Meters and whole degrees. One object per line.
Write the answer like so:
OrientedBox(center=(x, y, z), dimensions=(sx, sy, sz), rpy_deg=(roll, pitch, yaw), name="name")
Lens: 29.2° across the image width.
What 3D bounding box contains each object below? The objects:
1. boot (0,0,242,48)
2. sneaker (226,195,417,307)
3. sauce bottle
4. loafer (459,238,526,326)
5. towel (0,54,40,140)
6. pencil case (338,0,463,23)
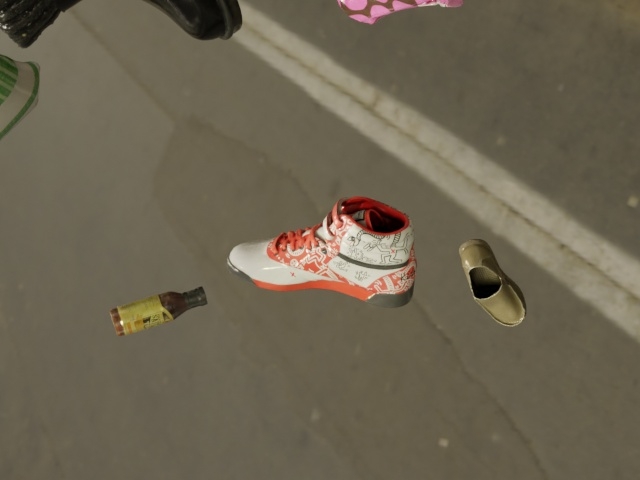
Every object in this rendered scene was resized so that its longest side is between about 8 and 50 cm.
OrientedBox(center=(-0.304, -0.337, 1.649), dimensions=(0.260, 0.348, 0.131), rpy_deg=(-47, 3, -16), name="boot")
OrientedBox(center=(0.001, -0.001, 1.682), dimensions=(0.090, 0.270, 0.145), rpy_deg=(-65, -20, -49), name="sneaker")
OrientedBox(center=(-0.215, 0.091, 1.636), dimensions=(0.042, 0.128, 0.042), rpy_deg=(162, 90, -81), name="sauce bottle")
OrientedBox(center=(0.222, 0.064, 1.605), dimensions=(0.056, 0.148, 0.050), rpy_deg=(-23, 31, 27), name="loafer")
OrientedBox(center=(-0.333, -0.052, 0.742), dimensions=(0.248, 0.325, 0.038), rpy_deg=(-39, 75, 16), name="towel")
OrientedBox(center=(0.087, -0.284, 1.307), dimensions=(0.209, 0.095, 0.098), rpy_deg=(7, 113, 67), name="pencil case")
